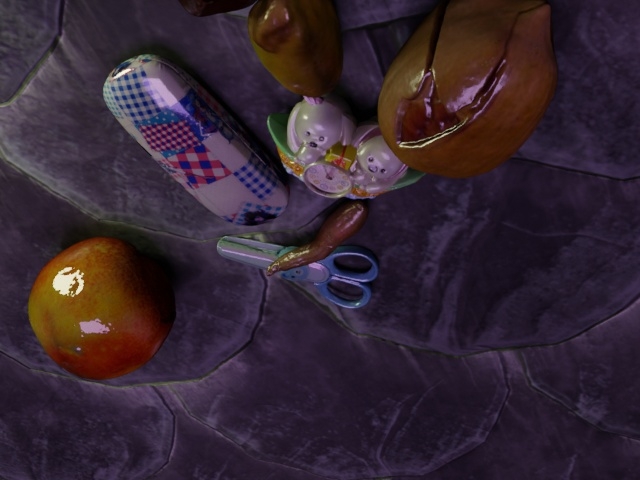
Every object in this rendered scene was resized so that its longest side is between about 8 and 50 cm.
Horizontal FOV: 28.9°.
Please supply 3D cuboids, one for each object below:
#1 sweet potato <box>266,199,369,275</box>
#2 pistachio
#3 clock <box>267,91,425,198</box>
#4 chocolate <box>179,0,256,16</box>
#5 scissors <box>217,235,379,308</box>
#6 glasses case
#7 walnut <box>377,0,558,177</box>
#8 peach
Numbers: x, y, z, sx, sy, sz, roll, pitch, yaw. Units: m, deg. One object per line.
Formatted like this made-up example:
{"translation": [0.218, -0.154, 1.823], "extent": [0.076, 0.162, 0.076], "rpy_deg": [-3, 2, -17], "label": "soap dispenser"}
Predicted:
{"translation": [0.000, 0.000, 1.881], "extent": [0.050, 0.050, 0.214], "rpy_deg": [36, 127, -23], "label": "sweet potato"}
{"translation": [-0.028, -0.266, 1.572], "extent": [0.100, 0.110, 0.189], "rpy_deg": [25, 160, 33], "label": "pistachio"}
{"translation": [0.037, -0.131, 1.702], "extent": [0.231, 0.103, 0.144], "rpy_deg": [19, 146, -4], "label": "clock"}
{"translation": [-0.125, -0.325, 1.534], "extent": [0.148, 0.125, 0.080], "rpy_deg": [17, 155, -10], "label": "chocolate"}
{"translation": [-0.038, 0.037, 1.957], "extent": [0.256, 0.030, 0.125], "rpy_deg": [14, 134, -1], "label": "scissors"}
{"translation": [-0.172, -0.137, 1.770], "extent": [0.125, 0.076, 0.327], "rpy_deg": [-22, 128, 31], "label": "glasses case"}
{"translation": [0.191, -0.200, 1.528], "extent": [0.203, 0.203, 0.298], "rpy_deg": [27, 135, -15], "label": "walnut"}
{"translation": [-0.347, 0.109, 1.981], "extent": [0.231, 0.231, 0.231], "rpy_deg": [8, 138, 7], "label": "peach"}
